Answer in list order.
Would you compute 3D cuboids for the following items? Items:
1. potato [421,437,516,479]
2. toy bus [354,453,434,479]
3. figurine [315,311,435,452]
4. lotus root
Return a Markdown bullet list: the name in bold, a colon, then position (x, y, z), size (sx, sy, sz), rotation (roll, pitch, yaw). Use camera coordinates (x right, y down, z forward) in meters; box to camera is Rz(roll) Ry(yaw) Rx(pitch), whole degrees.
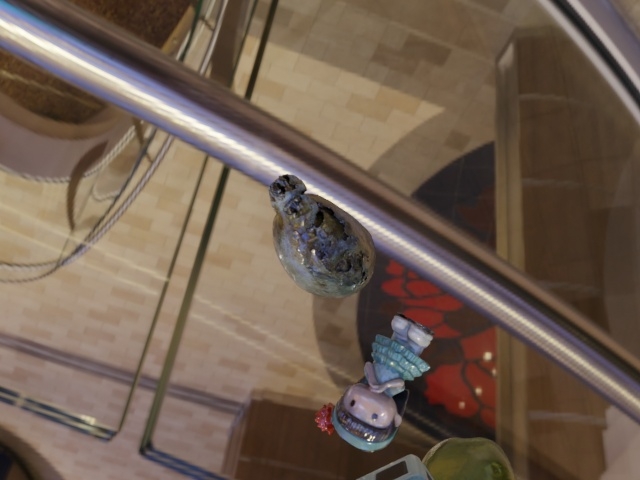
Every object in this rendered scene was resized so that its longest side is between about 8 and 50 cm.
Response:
- **potato**: position (0.243, 0.497, 1.528), size (0.216, 0.304, 0.216), rotation (11, 151, 6)
- **toy bus**: position (0.029, 0.369, 1.017), size (0.271, 0.165, 0.133), rotation (-29, 106, 11)
- **figurine**: position (0.043, 0.104, 0.650), size (0.060, 0.106, 0.047), rotation (28, 178, 19)
- **lotus root**: position (0.000, 0.003, 0.786), size (0.088, 0.088, 0.165), rotation (-7, 151, 18)
